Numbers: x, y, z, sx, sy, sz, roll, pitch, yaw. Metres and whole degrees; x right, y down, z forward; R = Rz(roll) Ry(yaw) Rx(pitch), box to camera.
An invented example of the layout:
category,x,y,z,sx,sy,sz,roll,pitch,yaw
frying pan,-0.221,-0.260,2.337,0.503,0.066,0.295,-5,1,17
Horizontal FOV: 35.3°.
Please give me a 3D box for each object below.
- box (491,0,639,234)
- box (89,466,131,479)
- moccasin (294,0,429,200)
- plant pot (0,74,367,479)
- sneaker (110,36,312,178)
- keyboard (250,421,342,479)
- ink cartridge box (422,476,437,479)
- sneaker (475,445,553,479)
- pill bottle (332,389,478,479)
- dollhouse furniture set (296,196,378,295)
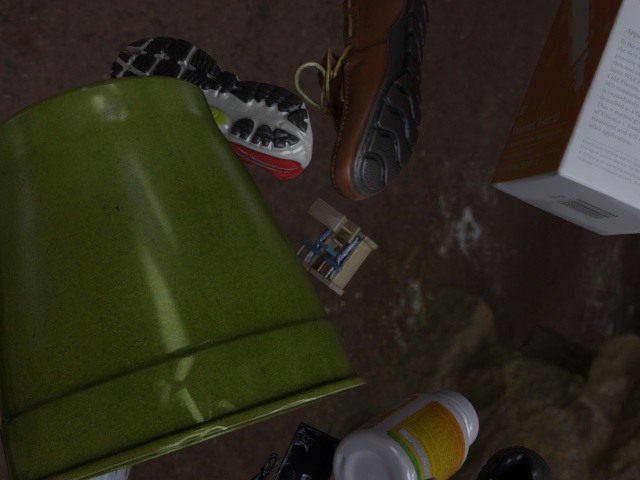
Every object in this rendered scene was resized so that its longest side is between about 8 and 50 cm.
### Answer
category,x,y,z,sx,sy,sz,roll,pitch,yaw
box,0.364,-0.196,1.168,0.215,0.168,0.345,172,-59,-80
box,-0.460,0.473,1.987,0.262,0.126,0.231,102,4,-68
moccasin,0.055,-0.212,1.355,0.139,0.147,0.380,56,35,-51
plant pot,-0.183,0.038,1.026,0.366,0.366,0.353,-2,70,-61
sneaker,-0.135,-0.148,1.211,0.107,0.279,0.118,-54,160,-22
keyboard,-0.048,0.364,1.515,0.180,0.108,0.023,-64,-174,-8
ink cartridge box,-0.030,0.317,0.744,0.309,0.271,0.130,-28,99,-78
sneaker,0.169,0.351,1.095,0.130,0.109,0.286,59,50,-67
pill bottle,0.138,0.310,1.508,0.245,0.136,0.136,-19,116,-53
dollhouse furniture set,0.000,0.000,2.004,0.129,0.129,0.183,-53,150,-1
